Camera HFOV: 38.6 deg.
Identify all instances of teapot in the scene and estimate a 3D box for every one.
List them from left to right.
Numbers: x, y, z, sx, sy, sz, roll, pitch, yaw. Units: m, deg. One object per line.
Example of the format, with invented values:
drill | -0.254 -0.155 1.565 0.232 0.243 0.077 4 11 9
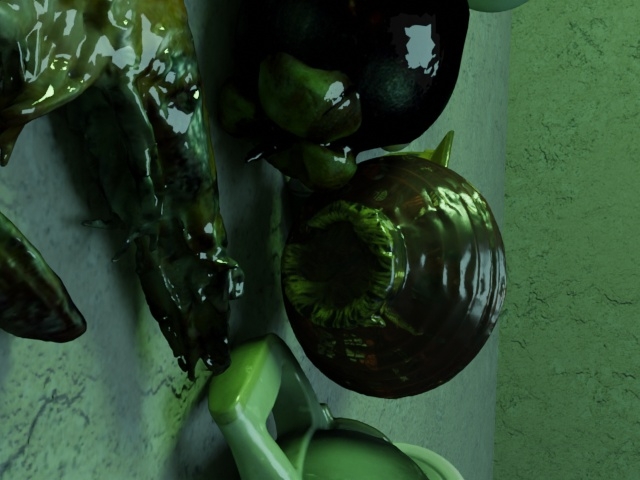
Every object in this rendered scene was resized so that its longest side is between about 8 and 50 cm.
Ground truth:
teapot | -0.019 0.262 0.873 0.239 0.321 0.239 -50 -166 17

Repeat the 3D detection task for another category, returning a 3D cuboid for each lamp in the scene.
lamp | 0.065 0.033 0.898 0.247 0.247 0.247 3 90 -72

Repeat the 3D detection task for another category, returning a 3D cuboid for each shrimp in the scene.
shrimp | -0.141 -0.041 0.559 0.445 0.085 0.272 73 32 -41

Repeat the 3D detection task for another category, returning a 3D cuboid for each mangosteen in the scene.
mangosteen | 0.017 -0.159 0.835 0.243 0.243 0.243 3 90 -72

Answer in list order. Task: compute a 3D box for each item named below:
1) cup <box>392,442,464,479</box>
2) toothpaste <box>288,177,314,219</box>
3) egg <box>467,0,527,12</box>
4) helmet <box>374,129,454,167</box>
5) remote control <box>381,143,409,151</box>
cup | 0.108 0.443 1.134 0.253 0.253 0.371 -66 152 -47
toothpaste | 0.000 0.000 1.059 0.078 0.047 0.248 -77 162 -47
egg | 0.278 -0.560 1.447 0.276 0.276 0.389 -6 98 -72
helmet | 0.076 -0.026 1.128 0.257 0.140 0.205 90 12 -50
remote control | 0.111 -0.235 1.233 0.332 0.103 0.221 -43 140 -75
